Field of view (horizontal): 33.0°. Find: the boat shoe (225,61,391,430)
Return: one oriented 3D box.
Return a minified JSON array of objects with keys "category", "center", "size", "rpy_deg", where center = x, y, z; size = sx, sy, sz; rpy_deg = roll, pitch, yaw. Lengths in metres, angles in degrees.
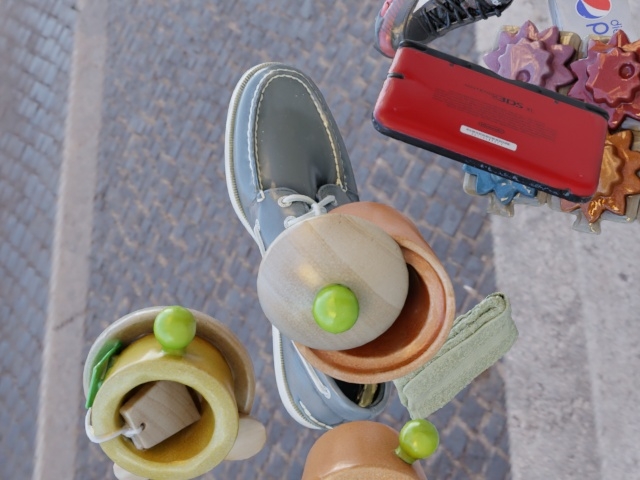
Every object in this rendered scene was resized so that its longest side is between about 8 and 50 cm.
[{"category":"boat shoe","center":[0.000,0.000,0.902],"size":[0.099,0.116,0.319],"rpy_deg":[165,96,-67]}]

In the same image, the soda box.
[{"category":"soda box","center":[0.378,-0.248,1.461],"size":[0.098,0.091,0.286],"rpy_deg":[-10,59,8]}]

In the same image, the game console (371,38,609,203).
[{"category":"game console","center":[0.105,-0.066,0.710],"size":[0.085,0.144,0.124],"rpy_deg":[107,-177,-48]}]

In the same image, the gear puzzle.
[{"category":"gear puzzle","center":[0.279,-0.085,0.890],"size":[0.339,0.044,0.175],"rpy_deg":[12,89,28]}]

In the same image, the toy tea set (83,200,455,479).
[{"category":"toy tea set","center":[-0.026,0.142,0.515],"size":[0.124,0.200,0.336],"rpy_deg":[-93,4,-65]}]

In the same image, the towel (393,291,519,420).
[{"category":"towel","center":[0.141,0.121,1.105],"size":[0.148,0.110,0.027],"rpy_deg":[-39,58,-6]}]

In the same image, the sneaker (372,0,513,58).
[{"category":"sneaker","center":[0.196,-0.352,1.545],"size":[0.276,0.097,0.135],"rpy_deg":[-38,34,4]}]
